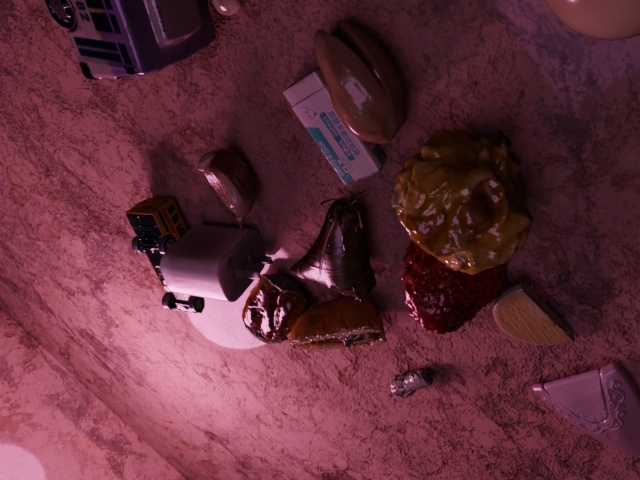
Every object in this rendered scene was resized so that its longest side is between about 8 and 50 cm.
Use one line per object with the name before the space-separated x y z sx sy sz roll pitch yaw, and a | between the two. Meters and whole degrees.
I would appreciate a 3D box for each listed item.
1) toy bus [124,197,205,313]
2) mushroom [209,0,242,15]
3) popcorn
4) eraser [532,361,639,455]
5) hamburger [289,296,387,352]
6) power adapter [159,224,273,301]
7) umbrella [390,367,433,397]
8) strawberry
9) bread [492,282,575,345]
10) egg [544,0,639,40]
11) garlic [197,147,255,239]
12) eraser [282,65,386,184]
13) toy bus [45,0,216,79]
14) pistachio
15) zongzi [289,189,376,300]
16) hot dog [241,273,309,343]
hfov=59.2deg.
toy bus | -0.404 0.047 1.535 0.121 0.123 0.336 2 127 29
mushroom | -0.171 -0.449 1.014 0.067 0.083 0.084 -30 112 -1
popcorn | 0.250 -0.070 0.959 0.225 0.249 0.249 -37 102 28
eraser | 0.612 0.378 1.209 0.243 0.059 0.204 48 136 -5
hamburger | 0.043 0.201 1.377 0.261 0.131 0.124 -14 152 33
power adapter | -0.237 0.056 1.392 0.255 0.187 0.124 6 129 28
umbrella | 0.230 0.367 1.450 0.067 0.062 0.143 18 141 -25
strawberry | 0.259 0.100 1.127 0.233 0.178 0.234 15 137 15
bread | 0.419 0.158 1.154 0.193 0.036 0.112 41 135 -20
egg | 0.352 -0.369 0.642 0.218 0.219 0.270 19 133 18
garlic | -0.201 -0.115 1.268 0.090 0.129 0.198 -11 117 20
eraser | 0.030 -0.220 1.089 0.095 0.052 0.225 -18 115 44
toy bus | -0.349 -0.505 0.960 0.249 0.209 0.440 18 135 33
pistachio | 0.068 -0.271 0.977 0.135 0.136 0.226 -20 107 41
zongzi | 0.000 0.000 1.260 0.240 0.111 0.248 12 126 33
hot dog | -0.130 0.190 1.512 0.162 0.082 0.270 36 137 4
